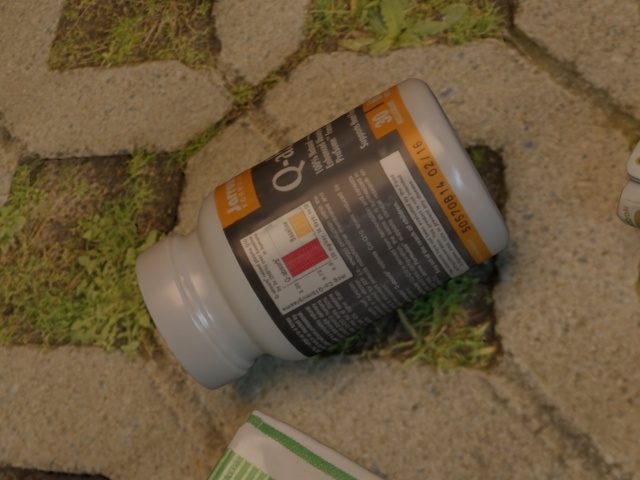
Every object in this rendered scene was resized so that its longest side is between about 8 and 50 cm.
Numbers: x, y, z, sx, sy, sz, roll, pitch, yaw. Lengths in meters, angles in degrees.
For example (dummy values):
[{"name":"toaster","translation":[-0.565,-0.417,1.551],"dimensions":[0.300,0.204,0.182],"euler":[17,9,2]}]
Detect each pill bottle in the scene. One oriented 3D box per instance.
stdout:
[{"name":"pill bottle","translation":[0.000,0.000,1.068],"dimensions":[0.278,0.162,0.162],"euler":[-29,50,7]}]

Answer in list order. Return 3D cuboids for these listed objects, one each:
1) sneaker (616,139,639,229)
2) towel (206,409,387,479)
[{"name":"sneaker","translation":[0.294,0.004,0.940],"dimensions":[0.169,0.108,0.292],"euler":[-3,42,29]},{"name":"towel","translation":[-0.051,0.307,0.971],"dimensions":[0.248,0.038,0.325],"euler":[23,72,36]}]
